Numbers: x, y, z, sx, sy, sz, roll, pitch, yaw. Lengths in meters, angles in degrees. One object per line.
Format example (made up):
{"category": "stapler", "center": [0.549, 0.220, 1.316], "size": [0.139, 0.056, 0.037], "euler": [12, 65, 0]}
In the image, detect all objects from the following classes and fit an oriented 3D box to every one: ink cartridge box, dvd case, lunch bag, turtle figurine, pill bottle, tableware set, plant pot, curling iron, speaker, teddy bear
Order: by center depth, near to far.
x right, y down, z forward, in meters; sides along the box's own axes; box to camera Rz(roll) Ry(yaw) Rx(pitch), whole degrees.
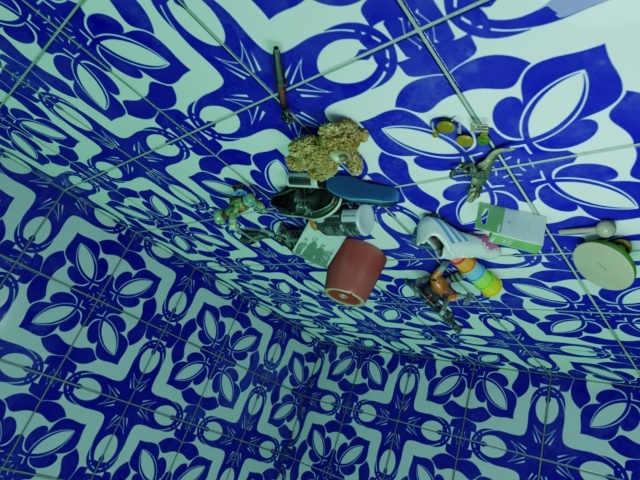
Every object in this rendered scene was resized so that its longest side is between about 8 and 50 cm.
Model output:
{"category": "tableware set", "center": [0.374, -0.289, 1.206], "size": [0.154, 0.024, 0.104], "euler": [8, 157, 23]}
{"category": "curling iron", "center": [-0.102, -0.427, 1.262], "size": [0.068, 0.035, 0.274], "euler": [52, 164, 25]}
{"category": "teddy bear", "center": [0.013, -0.265, 1.439], "size": [0.338, 0.113, 0.245], "euler": [-6, 147, 46]}
{"category": "ink cartridge box", "center": [0.601, -0.042, 1.445], "size": [0.209, 0.108, 0.062], "euler": [15, 155, 12]}
{"category": "speaker", "center": [-0.057, -0.222, 1.657], "size": [0.136, 0.055, 0.055], "euler": [7, 153, 28]}
{"category": "lunch bag", "center": [0.402, -0.003, 1.745], "size": [0.099, 0.065, 0.067], "euler": [14, 156, 15]}
{"category": "pill bottle", "center": [0.075, -0.081, 1.757], "size": [0.246, 0.130, 0.130], "euler": [1, 150, 37]}
{"category": "dvd case", "center": [0.000, 0.000, 1.968], "size": [0.179, 0.029, 0.238], "euler": [25, 122, -10]}
{"category": "turtle figurine", "center": [-0.333, -0.098, 1.971], "size": [0.275, 0.197, 0.266], "euler": [39, 154, -29]}
{"category": "plant pot", "center": [0.144, 0.156, 2.077], "size": [0.275, 0.243, 0.275], "euler": [18, 157, 8]}

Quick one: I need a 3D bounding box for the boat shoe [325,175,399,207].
{"category": "boat shoe", "center": [0.141, -0.153, 1.584], "size": [0.258, 0.109, 0.089], "euler": [19, 160, 10]}

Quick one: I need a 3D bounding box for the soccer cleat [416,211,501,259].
{"category": "soccer cleat", "center": [0.493, 0.025, 1.634], "size": [0.331, 0.143, 0.116], "euler": [23, 156, -7]}

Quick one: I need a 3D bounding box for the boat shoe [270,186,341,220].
{"category": "boat shoe", "center": [-0.068, -0.155, 1.718], "size": [0.113, 0.127, 0.340], "euler": [23, 170, -40]}

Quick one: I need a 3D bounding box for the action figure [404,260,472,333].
{"category": "action figure", "center": [0.565, 0.242, 2.020], "size": [0.341, 0.178, 0.330], "euler": [47, 160, 2]}

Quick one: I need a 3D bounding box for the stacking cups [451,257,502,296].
{"category": "stacking cups", "center": [0.609, 0.116, 1.805], "size": [0.316, 0.096, 0.096], "euler": [37, 152, -31]}

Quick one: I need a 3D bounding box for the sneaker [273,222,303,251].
{"category": "sneaker", "center": [-0.125, -0.020, 2.086], "size": [0.153, 0.101, 0.269], "euler": [28, 156, -19]}

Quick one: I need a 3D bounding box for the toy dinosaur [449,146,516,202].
{"category": "toy dinosaur", "center": [0.444, -0.199, 1.297], "size": [0.118, 0.064, 0.268], "euler": [5, 156, -1]}

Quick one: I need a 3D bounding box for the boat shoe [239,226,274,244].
{"category": "boat shoe", "center": [-0.321, -0.014, 2.280], "size": [0.184, 0.083, 0.065], "euler": [7, 153, 27]}

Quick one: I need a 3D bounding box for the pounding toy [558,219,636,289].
{"category": "pounding toy", "center": [0.895, 0.030, 1.410], "size": [0.236, 0.110, 0.183], "euler": [57, 160, -8]}
